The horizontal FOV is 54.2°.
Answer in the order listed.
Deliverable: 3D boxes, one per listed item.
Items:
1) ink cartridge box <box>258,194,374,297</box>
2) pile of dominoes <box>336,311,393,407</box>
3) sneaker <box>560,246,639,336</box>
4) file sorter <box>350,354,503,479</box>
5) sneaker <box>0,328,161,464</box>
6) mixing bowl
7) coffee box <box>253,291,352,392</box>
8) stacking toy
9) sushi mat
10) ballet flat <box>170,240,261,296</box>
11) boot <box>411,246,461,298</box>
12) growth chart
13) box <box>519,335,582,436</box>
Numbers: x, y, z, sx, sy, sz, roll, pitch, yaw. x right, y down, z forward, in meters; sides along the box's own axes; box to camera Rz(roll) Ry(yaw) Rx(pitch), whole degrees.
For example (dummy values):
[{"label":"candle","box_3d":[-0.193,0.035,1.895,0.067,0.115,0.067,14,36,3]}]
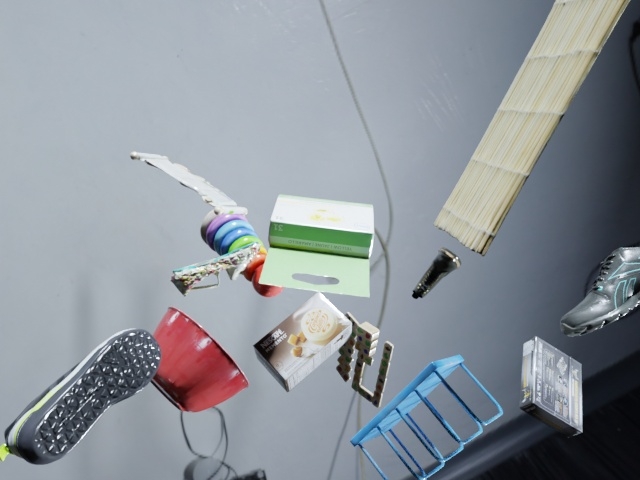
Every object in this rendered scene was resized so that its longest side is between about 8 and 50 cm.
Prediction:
[{"label":"ink cartridge box","box_3d":[0.000,0.000,1.006,0.171,0.235,0.056,7,115,1]},{"label":"pile of dominoes","box_3d":[0.118,0.364,1.898,0.040,0.196,0.251,-16,125,-43]},{"label":"sneaker","box_3d":[0.526,0.081,1.117,0.267,0.101,0.106,-27,74,-13]},{"label":"file sorter","box_3d":[0.152,0.259,0.879,0.170,0.104,0.118,-48,154,18]},{"label":"sneaker","box_3d":[-0.314,0.192,0.816,0.097,0.234,0.084,-10,110,38]},{"label":"mixing bowl","box_3d":[-0.210,0.200,0.978,0.098,0.181,0.181,-44,113,-24]},{"label":"coffee box","box_3d":[-0.047,0.281,1.751,0.246,0.141,0.098,-37,153,-21]},{"label":"stacking toy","box_3d":[-0.203,0.042,1.712,0.141,0.330,0.141,-22,136,-23]},{"label":"sushi mat","box_3d":[0.220,-0.139,0.665,0.019,0.151,0.316,27,97,-10]},{"label":"ballet flat","box_3d":[-0.255,0.075,1.577,0.241,0.091,0.077,-20,90,-7]},{"label":"boot","box_3d":[0.328,0.103,1.801,0.077,0.198,0.137,39,78,14]},{"label":"growth chart","box_3d":[-0.245,-0.110,1.193,0.237,0.172,0.021,32,98,14]},{"label":"box","box_3d":[0.664,0.416,1.797,0.183,0.231,0.056,31,138,-13]}]
